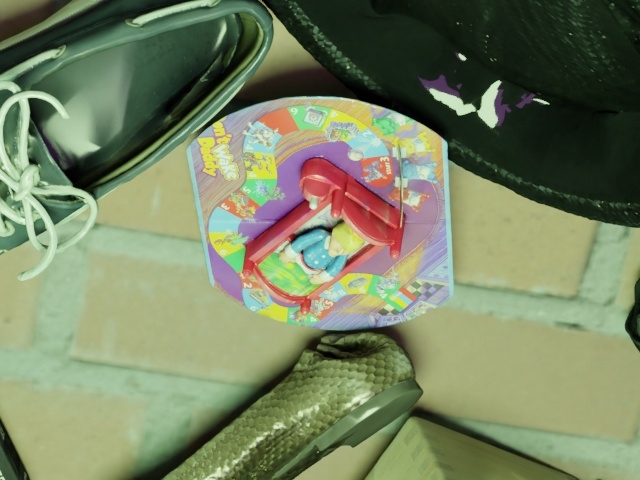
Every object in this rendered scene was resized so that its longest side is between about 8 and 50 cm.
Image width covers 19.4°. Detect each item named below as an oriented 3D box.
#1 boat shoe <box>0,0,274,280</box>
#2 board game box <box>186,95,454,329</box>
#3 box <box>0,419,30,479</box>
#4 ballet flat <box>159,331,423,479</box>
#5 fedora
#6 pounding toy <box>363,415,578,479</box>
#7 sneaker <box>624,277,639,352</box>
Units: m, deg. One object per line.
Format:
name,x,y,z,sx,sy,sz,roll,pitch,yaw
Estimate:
boat shoe,-0.133,-0.045,0.892,0.254,0.079,0.095,-32,119,-15
board game box,0.000,0.000,0.966,0.133,0.033,0.168,1,134,7
box,-0.241,0.095,1.021,0.116,0.029,0.162,-18,115,4
ballet flat,-0.057,0.126,1.043,0.250,0.084,0.058,-35,75,13
fedora,0.102,-0.149,0.845,0.334,0.334,0.152,38,73,-21
pounding toy,0.037,0.212,1.056,0.181,0.094,0.206,23,111,-28
sneaker,0.259,0.025,0.986,0.217,0.079,0.121,-30,119,31
